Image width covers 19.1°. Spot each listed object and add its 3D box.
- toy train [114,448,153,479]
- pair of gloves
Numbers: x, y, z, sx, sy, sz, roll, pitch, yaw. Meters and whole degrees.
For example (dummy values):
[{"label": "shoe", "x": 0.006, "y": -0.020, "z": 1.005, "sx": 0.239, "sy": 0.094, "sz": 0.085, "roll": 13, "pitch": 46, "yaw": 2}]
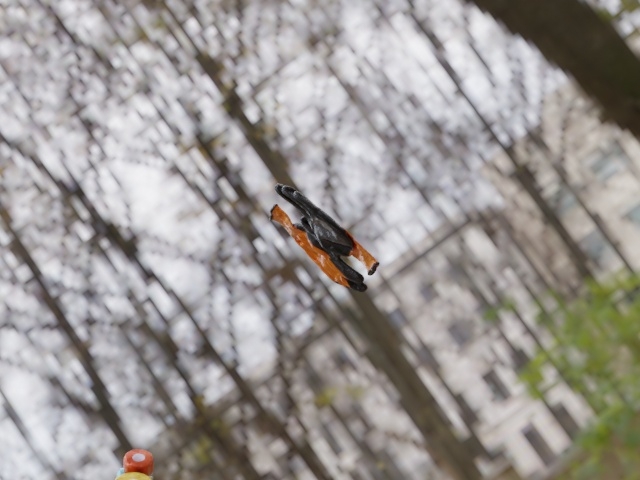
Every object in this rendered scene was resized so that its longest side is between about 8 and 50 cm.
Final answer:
[{"label": "toy train", "x": -0.125, "y": 0.214, "z": 1.178, "sx": 0.046, "sy": 0.166, "sz": 0.125, "roll": -1, "pitch": -17, "yaw": -6}, {"label": "pair of gloves", "x": 0.000, "y": 0.000, "z": 1.090, "sx": 0.010, "sy": 0.074, "sz": 0.083, "roll": -47, "pitch": -6, "yaw": -15}]
